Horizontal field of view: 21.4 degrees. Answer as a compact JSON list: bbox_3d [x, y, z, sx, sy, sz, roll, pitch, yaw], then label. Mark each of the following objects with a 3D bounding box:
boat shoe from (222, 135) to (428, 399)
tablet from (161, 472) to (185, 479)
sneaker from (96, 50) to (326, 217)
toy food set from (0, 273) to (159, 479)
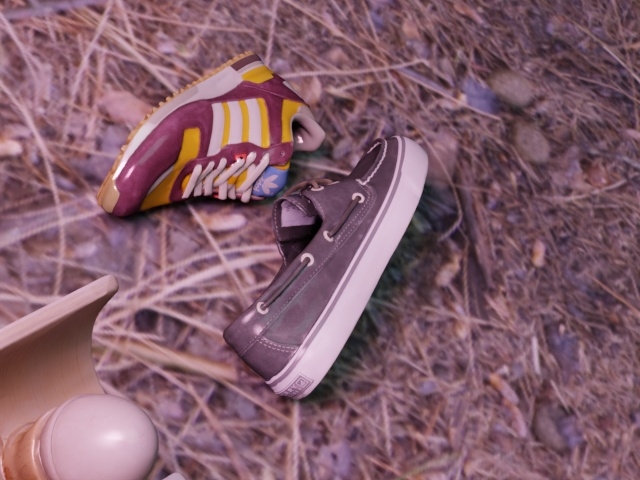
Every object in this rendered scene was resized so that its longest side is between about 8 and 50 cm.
[{"bbox_3d":[0.000,0.000,1.083,0.076,0.080,0.228,36,51,-10],"label":"boat shoe"},{"bbox_3d":[-0.092,0.165,0.933,0.083,0.006,0.054,-27,76,-45],"label":"tablet"},{"bbox_3d":[-0.063,-0.055,1.077,0.084,0.069,0.185,41,44,5],"label":"sneaker"},{"bbox_3d":[-0.104,0.191,0.735,0.220,0.092,0.306,-30,94,-45],"label":"toy food set"}]
